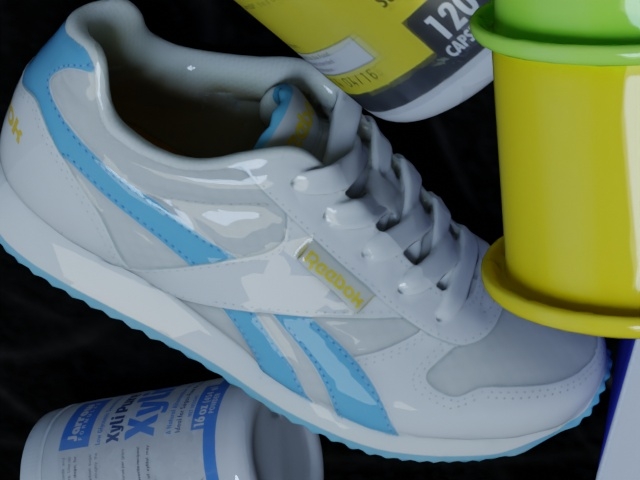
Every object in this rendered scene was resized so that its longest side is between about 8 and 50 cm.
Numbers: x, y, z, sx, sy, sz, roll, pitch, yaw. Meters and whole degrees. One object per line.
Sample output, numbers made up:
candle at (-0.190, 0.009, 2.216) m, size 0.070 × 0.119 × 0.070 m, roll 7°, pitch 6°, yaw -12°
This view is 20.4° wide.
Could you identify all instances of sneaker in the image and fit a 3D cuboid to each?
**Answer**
sneaker at (0.000, 0.000, 0.603) m, size 0.228 × 0.087 × 0.092 m, roll 23°, pitch 133°, yaw -8°

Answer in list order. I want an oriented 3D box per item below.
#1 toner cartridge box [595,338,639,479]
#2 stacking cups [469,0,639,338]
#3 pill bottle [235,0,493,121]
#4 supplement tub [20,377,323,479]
toner cartridge box at (0.191, -0.042, 0.509) m, size 0.165 × 0.075 × 0.348 m, roll 12°, pitch 135°, yaw 8°
stacking cups at (0.067, -0.142, 0.392) m, size 0.096 × 0.096 × 0.316 m, roll -2°, pitch 107°, yaw 19°
pill bottle at (-0.014, -0.123, 0.477) m, size 0.184 × 0.103 × 0.103 m, roll 38°, pitch 132°, yaw -19°
supplement tub at (-0.059, 0.094, 0.720) m, size 0.107 × 0.071 × 0.071 m, roll -12°, pitch 128°, yaw 26°
